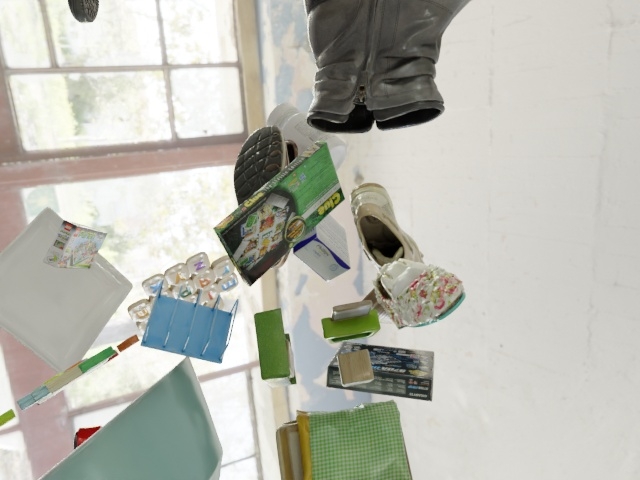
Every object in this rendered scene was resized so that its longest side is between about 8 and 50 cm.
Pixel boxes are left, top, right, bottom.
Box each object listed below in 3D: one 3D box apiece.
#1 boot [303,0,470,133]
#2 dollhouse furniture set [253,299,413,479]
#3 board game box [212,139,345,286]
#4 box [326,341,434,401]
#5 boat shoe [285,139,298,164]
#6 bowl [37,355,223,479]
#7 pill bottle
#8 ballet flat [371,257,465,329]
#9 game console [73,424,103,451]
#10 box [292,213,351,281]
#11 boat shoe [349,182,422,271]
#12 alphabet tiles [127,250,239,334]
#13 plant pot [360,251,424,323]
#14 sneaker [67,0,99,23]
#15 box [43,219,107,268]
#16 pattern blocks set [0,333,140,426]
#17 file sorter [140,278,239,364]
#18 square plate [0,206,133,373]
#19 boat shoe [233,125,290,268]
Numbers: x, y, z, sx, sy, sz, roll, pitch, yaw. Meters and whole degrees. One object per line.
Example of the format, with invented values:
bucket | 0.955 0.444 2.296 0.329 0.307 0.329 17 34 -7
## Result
boot | 0.140 -0.258 0.651 0.118 0.337 0.223 26 56 -63
dollhouse furniture set | 0.025 0.253 0.745 0.151 0.197 0.302 90 -10 -67
board game box | -0.063 -0.050 0.901 0.030 0.259 0.136 23 -33 42
box | 0.137 0.279 1.106 0.175 0.220 0.051 -26 119 -76
boat shoe | -0.101 -0.163 1.342 0.073 0.073 0.207 -132 -132 -72
bowl | -0.254 0.319 0.678 0.163 0.311 0.311 51 -26 1
pill bottle | -0.043 -0.287 1.436 0.229 0.131 0.131 44 -37 23
ballet flat | 0.105 0.062 0.633 0.077 0.091 0.241 47 -8 3
game console | -0.375 0.558 0.911 0.342 0.060 0.387 109 -36 -48
box | 0.000 0.000 1.142 0.072 0.126 0.137 -32 -144 22
boat shoe | 0.139 0.020 1.051 0.098 0.109 0.302 -87 155 -45
alphabet tiles | -0.348 0.141 1.312 0.021 0.284 0.278 50 -21 31
plant pot | 0.201 0.139 1.308 0.110 0.237 0.237 46 -31 10
sneaker | -0.342 -0.360 0.653 0.051 0.088 0.171 55 30 -86
box | -0.631 0.015 1.316 0.207 0.036 0.114 125 -10 -85
pattern blocks set | -0.487 0.265 0.978 0.324 0.285 0.026 -32 -90 50
file sorter | -0.263 0.164 1.039 0.104 0.170 0.118 125 -22 -51
square plate | -0.732 0.139 1.394 0.049 0.347 0.344 -19 -57 32
boat shoe | -0.116 -0.089 1.115 0.120 0.122 0.325 40 49 -61
